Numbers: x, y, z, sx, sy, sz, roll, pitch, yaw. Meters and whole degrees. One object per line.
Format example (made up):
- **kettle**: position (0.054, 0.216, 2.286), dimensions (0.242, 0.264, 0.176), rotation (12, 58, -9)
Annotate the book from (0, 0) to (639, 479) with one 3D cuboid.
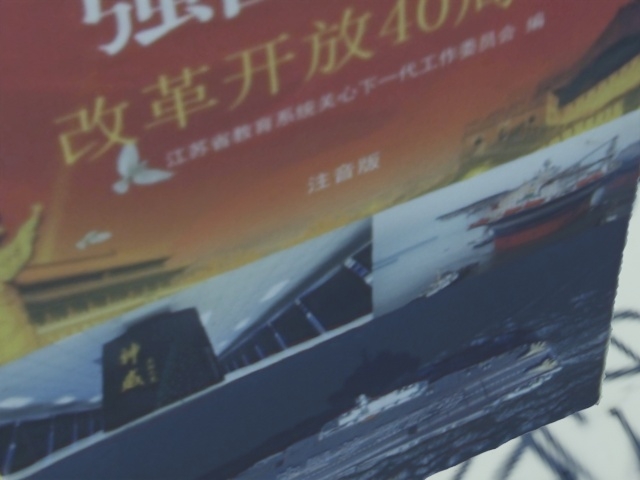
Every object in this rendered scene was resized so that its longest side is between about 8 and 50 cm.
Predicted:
- **book**: position (0.000, 0.000, 0.495), dimensions (0.262, 0.028, 0.374), rotation (-22, 143, -14)
